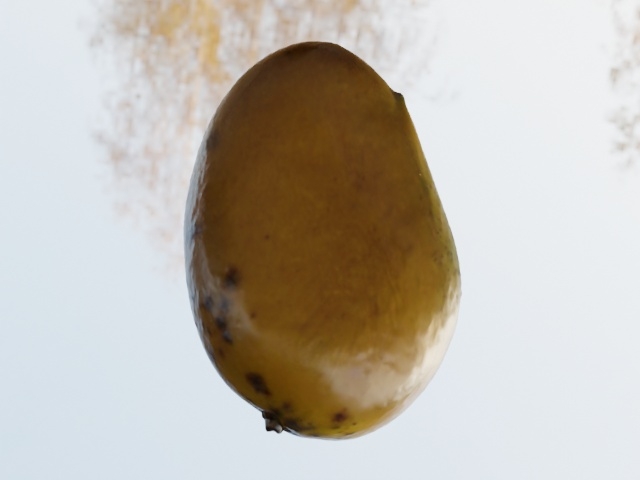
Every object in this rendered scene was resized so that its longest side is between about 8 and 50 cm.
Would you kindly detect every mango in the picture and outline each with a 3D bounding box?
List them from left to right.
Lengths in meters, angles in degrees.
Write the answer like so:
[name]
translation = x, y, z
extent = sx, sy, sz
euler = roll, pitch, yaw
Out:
[mango]
translation = 0.000, 0.000, 0.457
extent = 0.079, 0.114, 0.057
euler = -3, 178, 5
